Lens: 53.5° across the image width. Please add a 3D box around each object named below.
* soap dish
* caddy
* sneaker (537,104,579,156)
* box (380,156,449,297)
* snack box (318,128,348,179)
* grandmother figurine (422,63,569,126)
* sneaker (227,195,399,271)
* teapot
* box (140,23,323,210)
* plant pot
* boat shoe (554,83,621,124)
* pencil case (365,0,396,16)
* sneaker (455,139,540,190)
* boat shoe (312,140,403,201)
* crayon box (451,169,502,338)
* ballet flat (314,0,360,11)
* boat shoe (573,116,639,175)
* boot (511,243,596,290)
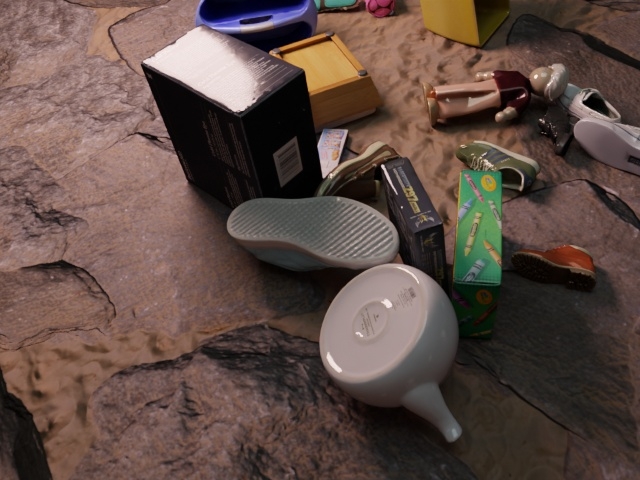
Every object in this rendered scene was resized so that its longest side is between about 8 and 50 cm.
[{"bbox_3d":[-0.001,-0.419,1.654,0.229,0.118,0.291,-20,50,-10],"label":"soap dish"},{"bbox_3d":[-0.180,-0.632,1.792,0.341,0.241,0.179,-9,41,1],"label":"caddy"},{"bbox_3d":[0.545,-0.257,1.478,0.089,0.051,0.170,20,50,24],"label":"sneaker"},{"bbox_3d":[0.179,-0.011,1.186,0.059,0.232,0.183,-18,48,0],"label":"box"},{"bbox_3d":[0.020,-0.205,1.524,0.064,0.022,0.178,5,50,14],"label":"snack box"},{"bbox_3d":[0.430,-0.359,1.541,0.342,0.104,0.208,-11,56,7],"label":"grandmother figurine"},{"bbox_3d":[0.000,0.000,1.244,0.366,0.150,0.135,12,68,31],"label":"sneaker"},{"bbox_3d":[0.134,0.172,1.071,0.252,0.187,0.256,1,61,46],"label":"teapot"},{"bbox_3d":[-0.176,-0.236,1.364,0.312,0.343,0.179,32,61,30],"label":"box"},{"bbox_3d":[0.399,-0.695,1.799,0.187,0.212,0.212,14,51,37],"label":"plant pot"},{"bbox_3d":[0.640,-0.325,1.504,0.083,0.076,0.226,-21,49,-11],"label":"boat shoe"},{"bbox_3d":[0.185,-0.782,1.972,0.098,0.095,0.209,-31,43,28],"label":"pencil case"},{"bbox_3d":[0.381,-0.162,1.403,0.192,0.064,0.086,21,50,21],"label":"sneaker"},{"bbox_3d":[0.091,-0.132,1.403,0.095,0.095,0.257,34,60,25],"label":"boat shoe"},{"bbox_3d":[0.291,0.022,1.185,0.081,0.165,0.278,4,49,12],"label":"crayon box"},{"bbox_3d":[0.012,-0.760,1.997,0.241,0.091,0.077,8,20,10],"label":"ballet flat"},{"bbox_3d":[0.687,-0.204,1.391,0.258,0.095,0.084,36,57,21],"label":"boat shoe"},{"bbox_3d":[0.450,0.039,1.225,0.158,0.059,0.084,16,49,10],"label":"boot"}]
